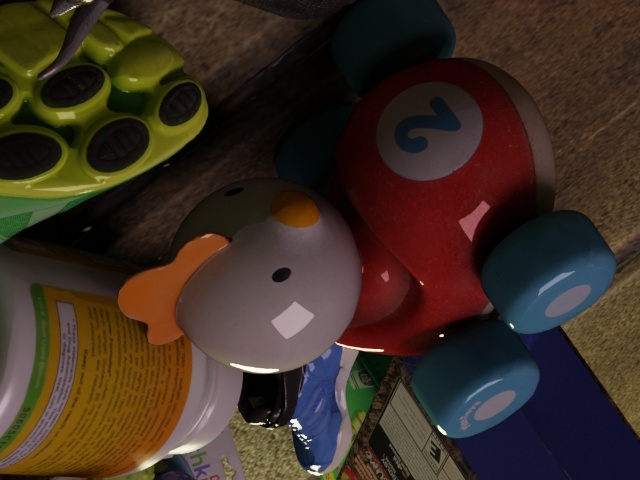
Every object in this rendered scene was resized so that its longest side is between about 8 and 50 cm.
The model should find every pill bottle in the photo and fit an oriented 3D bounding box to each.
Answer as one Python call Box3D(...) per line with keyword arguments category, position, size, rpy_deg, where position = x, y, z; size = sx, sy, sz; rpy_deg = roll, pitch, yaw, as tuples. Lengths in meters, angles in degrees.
Box3D(category="pill bottle", position=(-0.154, 0.073, 1.057), size=(0.136, 0.136, 0.246), rpy_deg=(-42, 153, 18))

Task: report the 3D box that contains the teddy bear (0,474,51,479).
Box3D(category="teddy bear", position=(-0.216, 0.175, 1.047), size=(0.338, 0.245, 0.113), rpy_deg=(8, 100, -53))

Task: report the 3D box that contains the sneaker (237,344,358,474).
Box3D(category="sneaker", position=(-0.023, 0.108, 1.183), size=(0.085, 0.058, 0.152), rpy_deg=(-20, 140, -28))

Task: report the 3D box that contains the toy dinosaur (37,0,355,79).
Box3D(category="toy dinosaur", position=(-0.015, -0.165, 0.862), size=(0.160, 0.121, 0.313), rpy_deg=(-34, 163, 31))

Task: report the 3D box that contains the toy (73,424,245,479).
Box3D(category="toy", position=(-0.148, 0.197, 1.282), size=(0.237, 0.137, 0.056), rpy_deg=(-15, 178, -30))

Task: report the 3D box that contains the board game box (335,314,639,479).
Box3D(category="board game box", position=(0.136, 0.232, 1.381), size=(0.141, 0.232, 0.291), rpy_deg=(-19, 152, -26))

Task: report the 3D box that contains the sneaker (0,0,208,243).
Box3D(category="sneaker", position=(-0.199, -0.030, 0.889), size=(0.295, 0.109, 0.123), rpy_deg=(-26, 173, -15))

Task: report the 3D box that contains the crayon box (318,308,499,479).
Box3D(category="crayon box", position=(0.090, 0.132, 1.518), size=(0.165, 0.081, 0.278), rpy_deg=(-24, 154, -18))

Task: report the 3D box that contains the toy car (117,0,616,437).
Box3D(category="toy car", position=(0.000, 0.000, 1.016), size=(0.238, 0.219, 0.210), rpy_deg=(-14, 148, -32))

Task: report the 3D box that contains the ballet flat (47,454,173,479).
Box3D(category="ballet flat", position=(-0.096, 0.103, 1.230), size=(0.248, 0.086, 0.086), rpy_deg=(-38, 155, 10))
